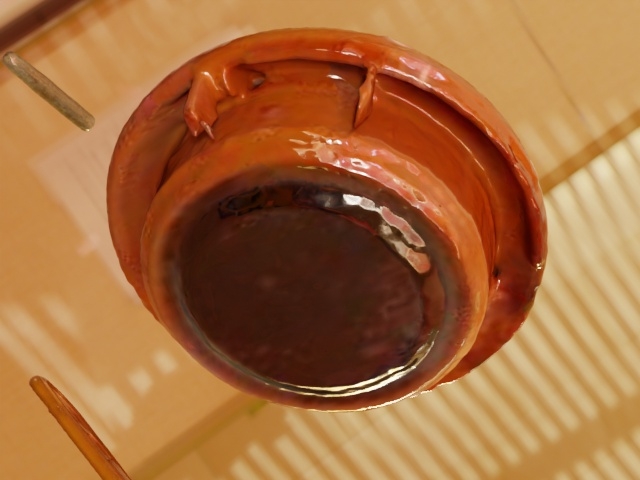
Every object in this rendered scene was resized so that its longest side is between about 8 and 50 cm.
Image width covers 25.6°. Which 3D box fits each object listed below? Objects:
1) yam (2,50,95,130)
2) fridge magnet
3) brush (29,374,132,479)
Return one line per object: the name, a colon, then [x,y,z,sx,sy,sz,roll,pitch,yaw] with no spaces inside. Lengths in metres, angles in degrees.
yam: [-0.272,-0.149,1.405,0.116,0.021,0.021,40,0,-32]
fridge magnet: [0.000,0.000,1.131,0.363,0.364,0.155,60,26,-29]
brush: [-0.058,0.157,0.651,0.314,0.017,0.090,42,-11,39]
